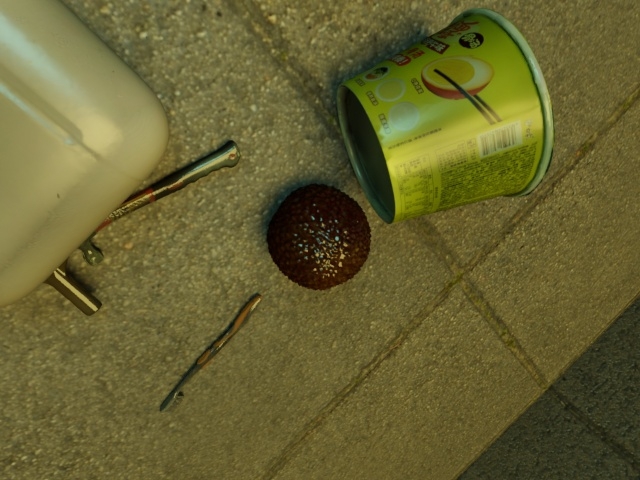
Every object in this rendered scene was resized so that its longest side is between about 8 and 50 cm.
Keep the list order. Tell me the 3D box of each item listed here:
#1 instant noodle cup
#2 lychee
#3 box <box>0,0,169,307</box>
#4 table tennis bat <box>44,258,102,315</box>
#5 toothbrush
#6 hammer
[{"bbox_3d":[0.168,-0.175,0.657,0.221,0.311,0.311,-21,126,-4],"label":"instant noodle cup"},{"bbox_3d":[-0.004,-0.003,0.718,0.194,0.194,0.194,-14,123,-22],"label":"lychee"},{"bbox_3d":[-0.372,-0.106,0.453,0.349,0.141,0.288,-45,113,2],"label":"box"},{"bbox_3d":[-0.408,0.024,0.585,0.131,0.022,0.234,-31,120,2],"label":"table tennis bat"},{"bbox_3d":[-0.221,0.230,0.830,0.321,0.023,0.031,-51,136,7],"label":"toothbrush"},{"bbox_3d":[-0.252,-0.073,0.629,0.287,0.033,0.111,-30,128,-11],"label":"hammer"}]
